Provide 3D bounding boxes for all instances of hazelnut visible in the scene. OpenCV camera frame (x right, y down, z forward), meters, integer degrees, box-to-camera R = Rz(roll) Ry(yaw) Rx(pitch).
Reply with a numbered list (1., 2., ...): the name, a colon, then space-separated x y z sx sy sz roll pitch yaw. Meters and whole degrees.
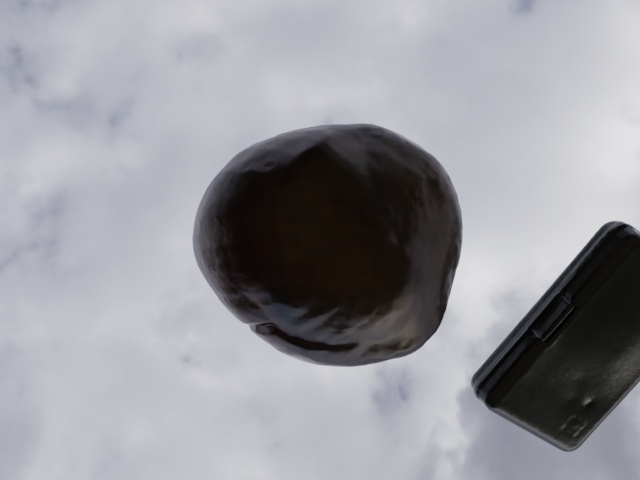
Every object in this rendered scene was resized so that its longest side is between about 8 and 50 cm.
1. hazelnut: 0.000 0.000 0.832 0.229 0.229 0.230 0 -92 5

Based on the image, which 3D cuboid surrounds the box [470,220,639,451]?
1. box: 0.276 0.102 0.974 0.160 0.050 0.230 31 -76 -31
